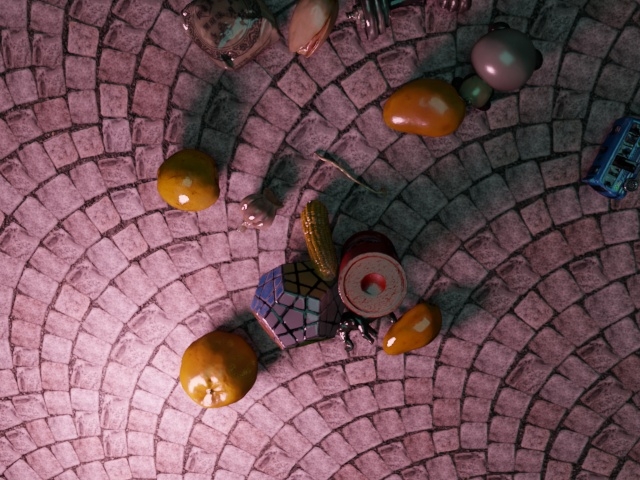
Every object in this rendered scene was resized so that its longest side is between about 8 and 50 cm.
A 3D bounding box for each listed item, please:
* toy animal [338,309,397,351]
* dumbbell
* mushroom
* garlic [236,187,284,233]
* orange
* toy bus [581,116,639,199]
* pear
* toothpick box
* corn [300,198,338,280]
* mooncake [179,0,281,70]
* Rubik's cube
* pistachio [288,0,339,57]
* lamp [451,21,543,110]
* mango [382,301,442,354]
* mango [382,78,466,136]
[{"bbox_3d":[0.156,0.286,1.714,0.245,0.114,0.146,-44,93,-13],"label":"toy animal"},{"bbox_3d":[0.274,-0.732,1.448,0.407,0.179,0.178,-15,101,8],"label":"dumbbell"},{"bbox_3d":[0.101,-0.224,1.650,0.286,0.026,0.028,28,87,-1],"label":"mushroom"},{"bbox_3d":[-0.231,-0.088,1.657,0.194,0.127,0.131,-33,103,29],"label":"garlic"},{"bbox_3d":[-0.363,0.462,1.718,0.280,0.235,0.278,3,108,8],"label":"orange"},{"bbox_3d":[0.957,-0.261,1.540,0.135,0.113,0.246,24,101,3],"label":"toy bus"},{"bbox_3d":[-0.439,-0.198,1.599,0.209,0.209,0.208,1,102,3],"label":"pear"},{"bbox_3d":[0.161,0.095,1.554,0.205,0.333,0.203,1,103,4],"label":"toothpick box"},{"bbox_3d":[0.000,0.000,1.602,0.101,0.101,0.291,-20,62,7],"label":"corn"},{"bbox_3d":[-0.284,-0.680,1.516,0.254,0.136,0.250,-40,93,10],"label":"mooncake"},{"bbox_3d":[-0.075,0.219,1.630,0.264,0.319,0.319,31,104,-31],"label":"Rubik's cube"},{"bbox_3d":[-0.023,-0.678,1.497,0.144,0.144,0.215,25,114,-2],"label":"pistachio"},{"bbox_3d":[0.537,-0.526,1.485,0.198,0.197,0.244,37,125,-5],"label":"lamp"},{"bbox_3d":[0.326,0.323,1.706,0.138,0.113,0.253,43,105,-14],"label":"mango"},{"bbox_3d":[0.330,-0.423,1.530,0.255,0.139,0.175,11,109,8],"label":"mango"}]
